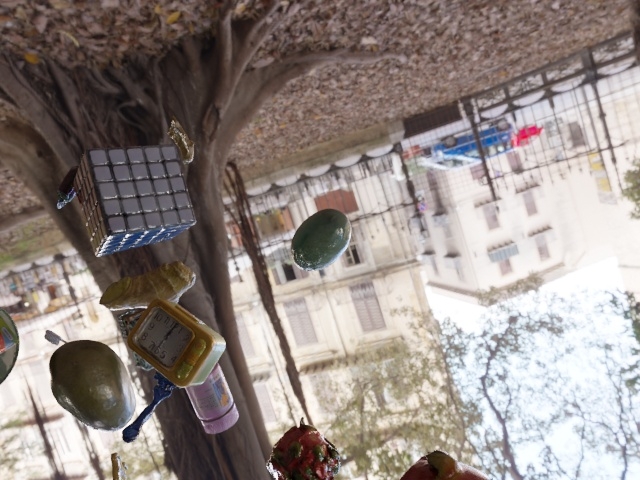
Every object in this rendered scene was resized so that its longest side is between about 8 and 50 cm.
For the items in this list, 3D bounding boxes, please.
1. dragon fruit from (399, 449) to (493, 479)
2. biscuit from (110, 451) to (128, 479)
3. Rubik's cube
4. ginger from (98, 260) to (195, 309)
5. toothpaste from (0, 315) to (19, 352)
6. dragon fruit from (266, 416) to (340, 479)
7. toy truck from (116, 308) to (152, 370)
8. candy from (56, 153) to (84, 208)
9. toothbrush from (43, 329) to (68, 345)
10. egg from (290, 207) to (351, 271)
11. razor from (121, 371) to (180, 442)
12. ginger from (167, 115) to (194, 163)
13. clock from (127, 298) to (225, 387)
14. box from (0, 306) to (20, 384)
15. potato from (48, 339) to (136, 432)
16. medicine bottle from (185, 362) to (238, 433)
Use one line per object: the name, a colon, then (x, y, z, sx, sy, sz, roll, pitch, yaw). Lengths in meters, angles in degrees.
dragon fruit: (0.244, 0.596, 1.027, 0.189, 0.290, 0.291, 24, -153, 28)
biscuit: (-0.754, 0.931, 1.774, 0.035, 0.158, 0.240, -16, -134, -12)
Rubik's cube: (-0.509, -0.110, 1.286, 0.237, 0.238, 0.237, -14, 175, -37)
ginger: (-0.643, 0.182, 1.755, 0.354, 0.189, 0.126, -10, -148, -13)
toothpaste: (-0.617, 0.120, 0.812, 0.044, 0.193, 0.070, -18, -163, 39)
dragon fruit: (-0.064, 0.786, 1.665, 0.231, 0.237, 0.303, -36, -177, -37)
toy truck: (-0.553, 0.303, 1.446, 0.115, 0.177, 0.080, -5, -168, 39)
candy: (-0.724, -0.172, 1.372, 0.043, 0.174, 0.045, 24, 171, 25)
toothbrush: (-0.770, 0.398, 1.560, 0.024, 0.354, 0.029, -18, -138, 21)
egg: (0.000, 0.000, 1.554, 0.236, 0.169, 0.169, -49, -179, 7)
razor: (-0.480, 0.475, 1.313, 0.093, 0.056, 0.324, 23, -170, -3)
ginger: (-0.402, -0.290, 1.349, 0.044, 0.137, 0.057, -19, -152, 13)
clock: (-0.345, 0.245, 1.128, 0.143, 0.202, 0.096, -58, 162, -4)
box: (-0.844, 0.250, 1.072, 0.150, 0.226, 0.226, -8, -172, 22)
potato: (-0.515, 0.331, 1.073, 0.160, 0.235, 0.178, -31, -172, 9)
medicine bottle: (-0.509, 0.728, 2.188, 0.178, 0.290, 0.178, -19, -168, 4)
